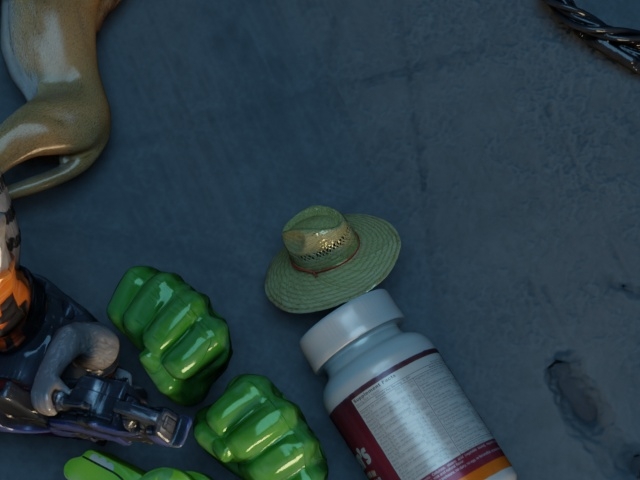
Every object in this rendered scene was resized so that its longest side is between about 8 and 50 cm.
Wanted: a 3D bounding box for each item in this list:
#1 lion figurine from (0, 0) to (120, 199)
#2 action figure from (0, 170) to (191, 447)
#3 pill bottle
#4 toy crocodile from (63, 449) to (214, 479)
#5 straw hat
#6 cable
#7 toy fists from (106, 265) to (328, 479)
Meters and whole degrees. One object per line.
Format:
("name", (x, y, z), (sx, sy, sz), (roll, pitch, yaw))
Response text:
("lion figurine", (-0.274, -0.194, 1.763), (0.240, 0.142, 0.392), (-2, 88, -9))
("action figure", (-0.243, 0.073, 1.582), (0.341, 0.330, 0.178), (7, 55, 34))
("pill bottle", (0.078, 0.164, 1.652), (0.121, 0.121, 0.221), (-31, 76, -9))
("toy crocodile", (-0.084, 0.288, 1.616), (0.340, 0.115, 0.105), (26, 85, 7))
("straw hat", (0.000, 0.000, 1.691), (0.144, 0.061, 0.144), (-18, 39, 15))
("cable", (0.313, -0.262, 1.818), (0.184, 0.047, 0.150), (33, 76, 9))
("toy fists", (-0.096, 0.139, 1.646), (0.096, 0.142, 0.279), (-36, 77, -11))
